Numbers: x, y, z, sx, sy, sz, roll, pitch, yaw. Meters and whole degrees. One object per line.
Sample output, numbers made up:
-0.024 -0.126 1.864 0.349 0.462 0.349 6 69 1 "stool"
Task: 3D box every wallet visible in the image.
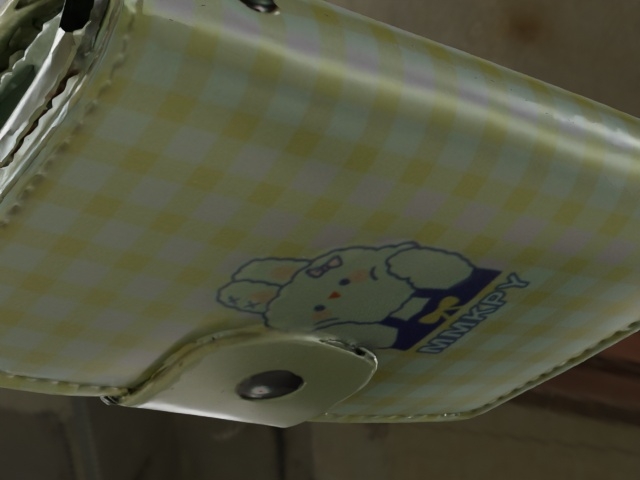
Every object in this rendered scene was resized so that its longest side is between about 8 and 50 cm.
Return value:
0.000 0.000 0.593 0.310 0.077 0.223 15 -43 -34 "wallet"
